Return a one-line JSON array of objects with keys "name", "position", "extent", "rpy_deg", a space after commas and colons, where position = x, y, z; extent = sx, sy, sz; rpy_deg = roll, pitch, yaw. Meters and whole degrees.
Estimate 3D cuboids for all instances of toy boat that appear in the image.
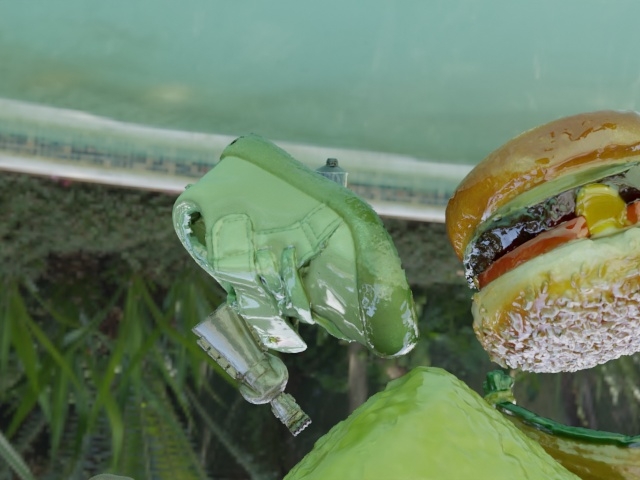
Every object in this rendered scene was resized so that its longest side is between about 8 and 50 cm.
[{"name": "toy boat", "position": [0.243, 0.173, 0.897], "extent": [0.229, 0.088, 0.089], "rpy_deg": [11, 164, 25]}]

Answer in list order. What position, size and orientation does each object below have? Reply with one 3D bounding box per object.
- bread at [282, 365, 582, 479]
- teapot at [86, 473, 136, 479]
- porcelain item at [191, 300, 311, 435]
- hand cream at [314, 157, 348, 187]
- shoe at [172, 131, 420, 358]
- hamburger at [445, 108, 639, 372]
[{"name": "bread", "position": [0.073, 0.273, 0.696], "extent": [0.308, 0.348, 0.348], "rpy_deg": [48, -172, 9]}, {"name": "teapot", "position": [-0.318, 0.418, 1.622], "extent": [0.116, 0.116, 0.173], "rpy_deg": [5, 160, 14]}, {"name": "porcelain item", "position": [-0.091, 0.187, 1.489], "extent": [0.084, 0.213, 0.054], "rpy_deg": [-39, -177, -9]}, {"name": "hand cream", "position": [-0.001, 0.000, 1.534], "extent": [0.075, 0.248, 0.052], "rpy_deg": [18, -169, 42]}, {"name": "shoe", "position": [-0.021, 0.017, 0.831], "extent": [0.262, 0.128, 0.140], "rpy_deg": [45, 173, 41]}, {"name": "hamburger", "position": [0.327, 0.018, 1.279], "extent": [0.330, 0.250, 0.330], "rpy_deg": [-13, 150, -7]}]
